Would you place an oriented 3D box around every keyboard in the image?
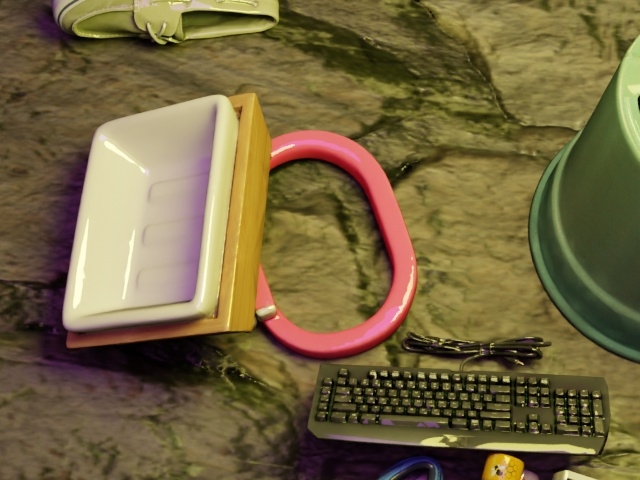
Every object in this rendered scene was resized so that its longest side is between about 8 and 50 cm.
[{"bbox_3d":[0.154,0.158,1.189,0.317,0.033,0.201,2,30,8],"label":"keyboard"}]

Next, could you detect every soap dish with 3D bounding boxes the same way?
[{"bbox_3d":[-0.170,-0.014,1.250,0.229,0.118,0.291,-9,64,30],"label":"soap dish"}]

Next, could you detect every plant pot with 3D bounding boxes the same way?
[{"bbox_3d":[0.415,-0.068,1.153,0.341,0.334,0.341,-1,68,3],"label":"plant pot"}]

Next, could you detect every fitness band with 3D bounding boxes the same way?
[{"bbox_3d":[0.000,0.000,1.304,0.209,0.054,0.291,-17,69,-4],"label":"fitness band"}]

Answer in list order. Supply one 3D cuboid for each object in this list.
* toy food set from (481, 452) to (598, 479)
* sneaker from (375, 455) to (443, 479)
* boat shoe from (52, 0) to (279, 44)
[{"bbox_3d":[0.267,0.308,1.122,0.232,0.111,0.104,18,71,-2],"label":"toy food set"},{"bbox_3d":[0.049,0.308,1.158,0.209,0.082,0.069,-41,73,-11],"label":"sneaker"},{"bbox_3d":[-0.200,-0.310,1.419,0.302,0.109,0.094,-12,69,-4],"label":"boat shoe"}]
